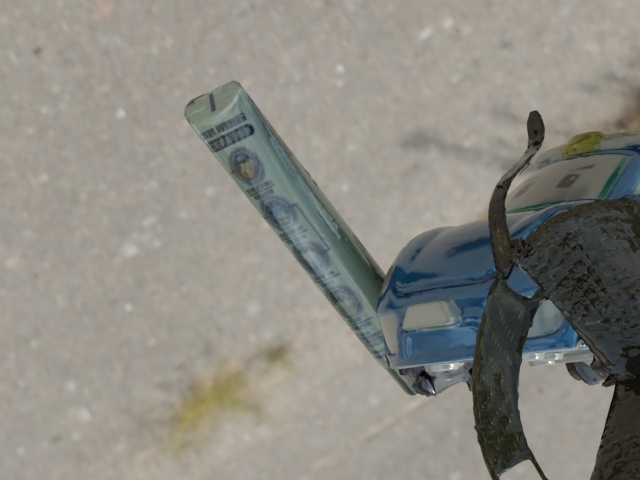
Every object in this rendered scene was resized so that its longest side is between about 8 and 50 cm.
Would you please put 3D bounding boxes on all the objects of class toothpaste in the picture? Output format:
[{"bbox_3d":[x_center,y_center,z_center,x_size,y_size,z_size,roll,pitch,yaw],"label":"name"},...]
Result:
[{"bbox_3d":[0.000,0.000,1.219,0.062,0.239,0.039,-21,-157,49],"label":"toothpaste"}]

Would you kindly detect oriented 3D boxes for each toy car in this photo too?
[{"bbox_3d":[0.174,0.014,1.191,0.314,0.166,0.198,-1,172,-41],"label":"toy car"}]

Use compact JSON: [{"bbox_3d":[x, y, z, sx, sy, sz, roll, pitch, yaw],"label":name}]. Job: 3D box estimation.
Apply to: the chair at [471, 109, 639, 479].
[{"bbox_3d":[0.153,0.042,0.895,0.174,0.213,0.149,-19,123,42],"label":"chair"}]
